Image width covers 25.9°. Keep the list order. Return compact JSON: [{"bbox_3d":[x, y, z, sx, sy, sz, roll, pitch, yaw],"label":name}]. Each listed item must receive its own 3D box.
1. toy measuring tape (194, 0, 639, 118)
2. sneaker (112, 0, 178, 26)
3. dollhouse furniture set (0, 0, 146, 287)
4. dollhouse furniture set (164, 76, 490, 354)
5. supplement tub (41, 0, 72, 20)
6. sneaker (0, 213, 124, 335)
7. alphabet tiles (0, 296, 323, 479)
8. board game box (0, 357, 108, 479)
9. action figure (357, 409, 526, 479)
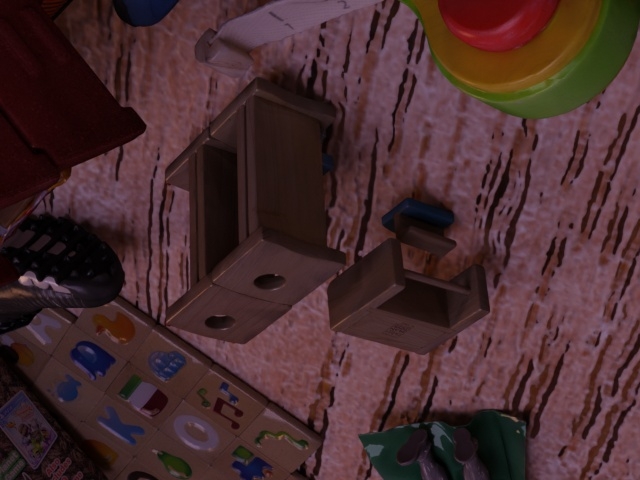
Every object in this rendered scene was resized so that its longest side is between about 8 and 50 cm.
[{"bbox_3d":[0.066,-0.113,0.807,0.330,0.121,0.121,-14,120,32],"label":"toy measuring tape"},{"bbox_3d":[-0.068,-0.198,0.844,0.082,0.069,0.209,28,135,-2],"label":"sneaker"},{"bbox_3d":[-0.304,-0.135,0.826,0.374,0.152,0.201,53,134,1],"label":"dollhouse furniture set"},{"bbox_3d":[0.000,0.000,0.967,0.184,0.129,0.129,18,143,-31],"label":"dollhouse furniture set"},{"bbox_3d":[-0.202,-0.191,0.883,0.117,0.117,0.190,44,133,-13],"label":"supplement tub"},{"bbox_3d":[-0.252,0.036,1.127,0.234,0.078,0.106,8,126,26],"label":"sneaker"},{"bbox_3d":[-0.156,0.180,1.252,0.343,0.011,0.285,35,135,-5],"label":"alphabet tiles"},{"bbox_3d":[-0.385,0.183,1.265,0.232,0.141,0.291,-19,116,41],"label":"board game box"},{"bbox_3d":[0.129,0.241,1.129,0.137,0.063,0.232,-5,128,26],"label":"action figure"}]
